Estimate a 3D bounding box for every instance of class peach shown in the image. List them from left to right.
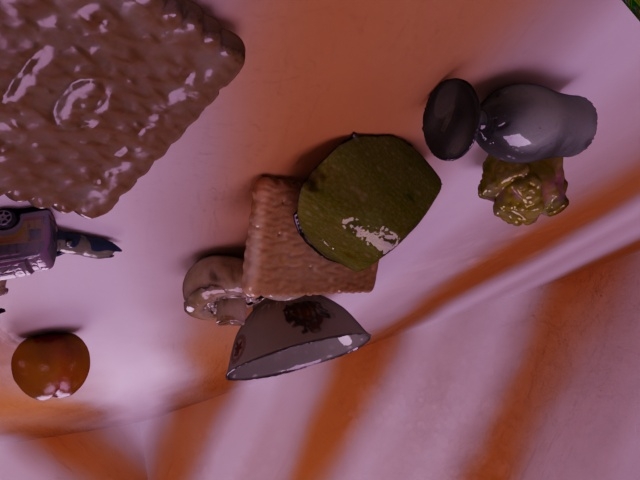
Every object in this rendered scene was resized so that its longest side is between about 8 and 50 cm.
[{"bbox_3d":[-0.519,0.244,1.040,0.138,0.138,0.138,-14,161,-5],"label":"peach"}]

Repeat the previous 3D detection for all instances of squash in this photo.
[{"bbox_3d":[0.065,-0.035,0.675,0.192,0.085,0.184,-49,137,12],"label":"squash"}]

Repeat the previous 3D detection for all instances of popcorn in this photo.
[{"bbox_3d":[0.293,-0.083,0.778,0.126,0.125,0.145,-16,153,29],"label":"popcorn"}]

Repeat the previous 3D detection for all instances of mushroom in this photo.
[{"bbox_3d":[-0.154,0.086,0.897,0.154,0.122,0.154,-14,156,-6],"label":"mushroom"}]

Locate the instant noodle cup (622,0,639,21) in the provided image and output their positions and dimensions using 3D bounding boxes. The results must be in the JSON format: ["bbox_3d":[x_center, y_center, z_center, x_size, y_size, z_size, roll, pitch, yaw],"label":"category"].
[{"bbox_3d":[0.328,-0.176,0.370,0.207,0.232,0.207,-13,160,-5],"label":"instant noodle cup"}]

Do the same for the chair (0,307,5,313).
[{"bbox_3d":[-0.504,0.095,0.633,0.141,0.221,0.145,6,117,5],"label":"chair"}]

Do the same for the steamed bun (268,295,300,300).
[{"bbox_3d":[-0.044,0.036,0.826,0.091,0.112,0.130,28,114,-33],"label":"steamed bun"}]

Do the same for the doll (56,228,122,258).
[{"bbox_3d":[-0.311,0.007,0.692,0.037,0.027,0.125,-31,157,20],"label":"doll"}]

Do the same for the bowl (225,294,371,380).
[{"bbox_3d":[-0.066,0.200,1.229,0.338,0.157,0.337,-15,161,-5],"label":"bowl"}]

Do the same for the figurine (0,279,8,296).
[{"bbox_3d":[-0.446,0.052,0.699,0.083,0.047,0.051,-19,147,30],"label":"figurine"}]

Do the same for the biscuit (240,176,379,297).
[{"bbox_3d":[-0.001,0.000,0.757,0.250,0.160,0.030,1,-172,-43],"label":"biscuit"}]

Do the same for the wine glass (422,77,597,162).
[{"bbox_3d":[0.224,-0.135,0.620,0.203,0.092,0.093,-4,158,-30],"label":"wine glass"}]

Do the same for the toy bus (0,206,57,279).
[{"bbox_3d":[-0.379,0.010,0.580,0.172,0.072,0.057,-10,156,-19],"label":"toy bus"}]

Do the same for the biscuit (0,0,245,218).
[{"bbox_3d":[-0.211,-0.120,0.329,0.217,0.044,0.325,-40,153,18],"label":"biscuit"}]
